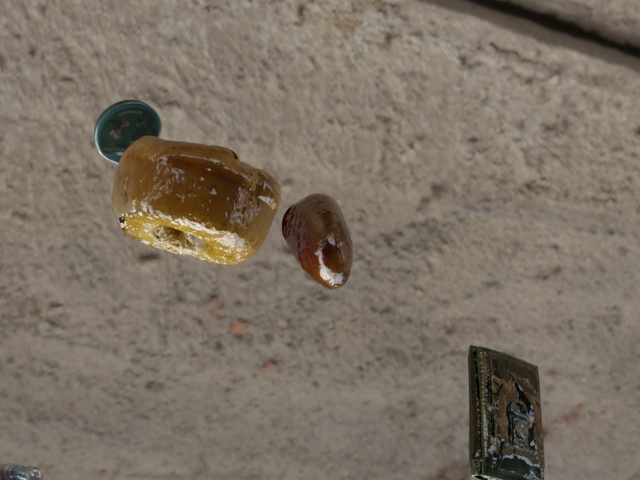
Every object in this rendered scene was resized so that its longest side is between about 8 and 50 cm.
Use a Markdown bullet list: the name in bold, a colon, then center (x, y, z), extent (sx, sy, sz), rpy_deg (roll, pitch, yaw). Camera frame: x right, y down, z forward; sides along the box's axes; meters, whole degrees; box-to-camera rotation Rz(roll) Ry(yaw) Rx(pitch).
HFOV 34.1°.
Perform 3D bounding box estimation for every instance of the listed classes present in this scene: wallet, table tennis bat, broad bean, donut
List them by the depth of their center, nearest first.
- **broad bean**: center (0.000, 0.000, 1.347), extent (0.084, 0.165, 0.114), rpy_deg (-24, 126, -1)
- **donut**: center (-0.217, -0.064, 1.773), extent (0.299, 0.150, 0.317), rpy_deg (6, 165, 34)
- **wallet**: center (0.326, 0.307, 1.809), extent (0.160, 0.236, 0.055), rpy_deg (21, 150, -30)
- **table tennis bat**: center (-0.353, -0.166, 1.904), extent (0.124, 0.033, 0.201), rpy_deg (-8, 127, -24)

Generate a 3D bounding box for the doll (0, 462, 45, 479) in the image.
- **doll**: center (-0.441, 0.314, 1.288), extent (0.151, 0.151, 0.287), rpy_deg (-39, 133, 17)
